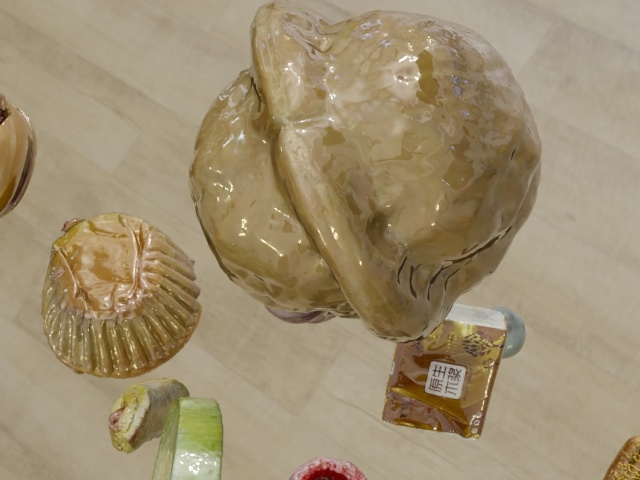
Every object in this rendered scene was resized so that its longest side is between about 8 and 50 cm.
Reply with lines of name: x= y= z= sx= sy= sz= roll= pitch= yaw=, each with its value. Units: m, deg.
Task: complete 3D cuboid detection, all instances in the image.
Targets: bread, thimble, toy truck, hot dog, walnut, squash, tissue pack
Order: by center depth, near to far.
squash: x=-0.138 y=0.264 z=0.853 sx=0.048 sy=0.252 sz=0.252 roll=10 pitch=75 yaw=-12
walnut: x=0.048 y=-0.075 z=0.942 sx=0.383 sy=0.383 sz=0.384 roll=-4 pitch=73 yaw=15
hot dog: x=-0.202 y=0.193 z=1.058 sx=0.061 sy=0.169 sz=0.078 roll=18 pitch=93 yaw=13
toy truck: x=-0.537 y=-0.130 z=1.318 sx=0.287 sy=0.211 sz=0.204 roll=17 pitch=91 yaw=15
bread: x=-0.326 y=0.086 z=1.497 sx=0.274 sy=0.149 sz=0.274 roll=-1 pitch=60 yaw=2
hot dog: x=0.494 y=0.393 z=1.501 sx=0.071 sy=0.045 sz=0.165 roll=30 pitch=107 yaw=19
tissue pack: x=0.210 y=0.220 z=1.597 sx=0.183 sy=0.092 sz=0.226 roll=11 pitch=110 yaw=3
thimble: x=0.020 y=0.521 z=1.805 sx=0.163 sy=0.125 sz=0.190 roll=-11 pitch=38 yaw=-14

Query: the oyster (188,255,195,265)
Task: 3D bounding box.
oyster: x=-0.370 y=0.119 z=1.945 sx=0.259 sy=0.092 sz=0.198 roll=-28 pitch=74 yaw=-8

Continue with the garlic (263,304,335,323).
garlic: x=0.000 y=0.000 z=1.254 sx=0.160 sy=0.245 sz=0.245 roll=8 pitch=76 yaw=31

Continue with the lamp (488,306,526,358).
lamp: x=0.361 y=0.185 z=1.868 sx=0.105 sy=0.105 sz=0.105 roll=-4 pitch=73 yaw=15
